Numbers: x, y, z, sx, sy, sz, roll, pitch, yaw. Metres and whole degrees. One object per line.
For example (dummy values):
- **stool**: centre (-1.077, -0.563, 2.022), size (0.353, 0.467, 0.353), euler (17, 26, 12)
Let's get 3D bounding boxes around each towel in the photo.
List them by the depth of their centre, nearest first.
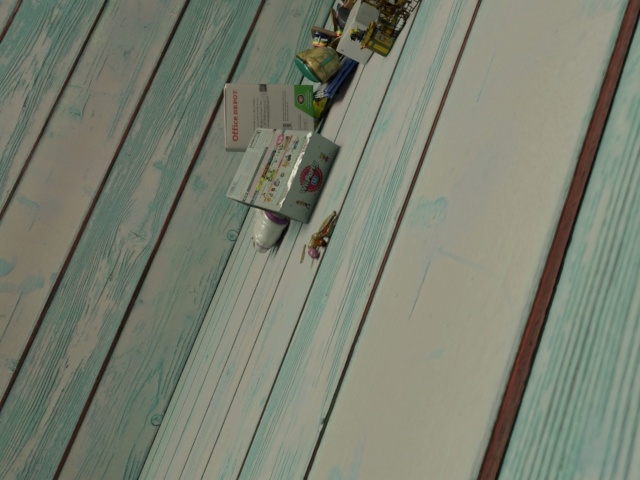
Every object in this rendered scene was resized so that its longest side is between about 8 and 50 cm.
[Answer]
- **towel**: centre (0.058, -0.531, 1.987), size (0.209, 0.034, 0.285), euler (-54, 13, 2)

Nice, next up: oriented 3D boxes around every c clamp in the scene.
- **c clamp**: centre (0.033, -0.462, 2.069), size (0.160, 0.022, 0.137), euler (-57, 8, 41)

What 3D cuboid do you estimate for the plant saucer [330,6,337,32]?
- **plant saucer**: centre (0.046, -0.726, 2.059), size (0.083, 0.015, 0.083), euler (-9, -90, -88)

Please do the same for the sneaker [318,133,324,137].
- **sneaker**: centre (-0.071, -0.206, 1.822), size (0.275, 0.110, 0.107), euler (-39, 42, 31)

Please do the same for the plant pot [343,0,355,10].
- **plant pot**: centre (0.166, -0.772, 1.828), size (0.237, 0.110, 0.237), euler (-61, 13, 24)

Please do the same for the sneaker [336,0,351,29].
- **sneaker**: centre (0.107, -0.736, 2.122), size (0.319, 0.112, 0.131), euler (-86, -1, -56)

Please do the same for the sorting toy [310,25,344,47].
- **sorting toy**: centre (0.030, -0.668, 2.114), size (0.274, 0.132, 0.046), euler (-70, -3, -85)

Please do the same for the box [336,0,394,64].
- **box**: centre (0.126, -0.593, 1.703), size (0.130, 0.091, 0.170), euler (-47, 22, 59)

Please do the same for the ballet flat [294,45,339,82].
- **ballet flat**: centre (-0.003, -0.562, 1.975), size (0.123, 0.123, 0.348), euler (-65, 14, 12)

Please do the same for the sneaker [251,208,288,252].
- **sneaker**: centre (-0.180, -0.056, 1.997), size (0.152, 0.114, 0.305), euler (-63, 12, 14)

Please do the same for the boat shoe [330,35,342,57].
- **boat shoe**: centre (0.065, -0.620, 2.003), size (0.048, 0.056, 0.153), euler (-54, 4, -18)

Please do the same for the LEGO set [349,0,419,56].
- **LEGO set**: centre (0.135, -0.608, 1.426), size (0.331, 0.192, 0.254), euler (132, 158, -59)

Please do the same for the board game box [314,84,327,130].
- **board game box**: centre (-0.017, -0.467, 2.244), size (0.092, 0.043, 0.181), euler (125, 164, -48)

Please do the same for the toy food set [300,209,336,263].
- **toy food set**: centre (0.000, 0.000, 1.300), size (0.122, 0.019, 0.078), euler (-47, 22, 40)

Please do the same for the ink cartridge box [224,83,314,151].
- **ink cartridge box**: centre (-0.172, -0.399, 2.055), size (0.121, 0.289, 0.211), euler (-169, 79, -79)

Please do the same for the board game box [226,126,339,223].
- **board game box**: centre (-0.109, -0.183, 1.681), size (0.303, 0.098, 0.224), euler (19, 85, 55)
